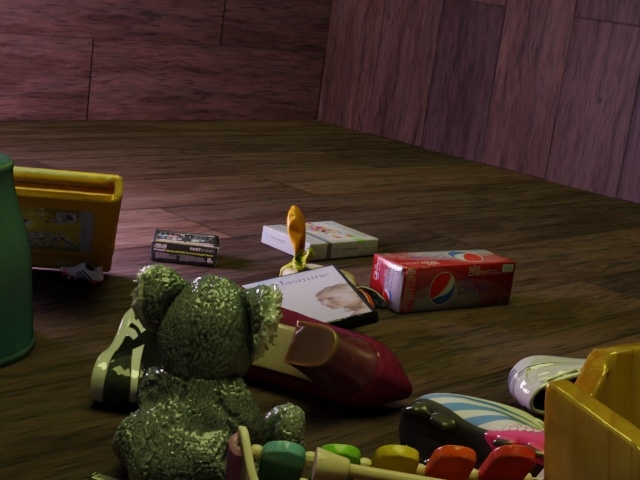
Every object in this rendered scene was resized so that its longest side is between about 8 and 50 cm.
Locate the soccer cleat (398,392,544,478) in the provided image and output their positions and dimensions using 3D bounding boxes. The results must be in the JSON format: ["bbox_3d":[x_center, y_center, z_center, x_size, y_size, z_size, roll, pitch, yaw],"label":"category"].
[{"bbox_3d":[0.230,0.239,1.233,0.143,0.116,0.331,-4,17,-39],"label":"soccer cleat"}]

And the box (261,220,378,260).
[{"bbox_3d":[0.000,0.000,2.267,0.186,0.038,0.145,-3,17,-42],"label":"box"}]

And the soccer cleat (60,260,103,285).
[{"bbox_3d":[-0.387,0.048,1.852,0.083,0.035,0.029,15,15,27],"label":"soccer cleat"}]

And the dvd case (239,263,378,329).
[{"bbox_3d":[-0.030,0.098,1.769,0.180,0.022,0.253,-13,18,-10],"label":"dvd case"}]

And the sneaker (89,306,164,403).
[{"bbox_3d":[-0.206,0.155,1.446,0.121,0.079,0.217,12,22,2],"label":"sneaker"}]

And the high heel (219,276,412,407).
[{"bbox_3d":[-0.057,0.152,1.554,0.377,0.127,0.181,16,-13,47],"label":"high heel"}]

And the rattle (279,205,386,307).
[{"bbox_3d":[0.030,0.033,1.945,0.200,0.142,0.130,13,-5,46],"label":"rattle"}]

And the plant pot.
[{"bbox_3d":[-0.503,0.008,1.483,0.272,0.255,0.271,7,14,-2],"label":"plant pot"}]

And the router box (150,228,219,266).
[{"bbox_3d":[-0.246,0.013,2.071,0.122,0.038,0.092,6,13,-5],"label":"router box"}]

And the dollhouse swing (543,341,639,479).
[{"bbox_3d":[0.416,0.254,0.967,0.347,0.315,0.305,-2,4,-38],"label":"dollhouse swing"}]

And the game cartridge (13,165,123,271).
[{"bbox_3d":[-0.455,-0.027,1.746,0.285,0.052,0.323,4,-23,-11],"label":"game cartridge"}]

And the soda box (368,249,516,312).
[{"bbox_3d":[0.216,0.068,2.005,0.263,0.083,0.092,-2,16,-36],"label":"soda box"}]

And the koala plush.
[{"bbox_3d":[-0.120,0.139,1.197,0.196,0.221,0.203,13,10,19],"label":"koala plush"}]

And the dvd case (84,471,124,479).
[{"bbox_3d":[-0.214,0.262,1.109,0.087,0.013,0.119,12,13,19],"label":"dvd case"}]

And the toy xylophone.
[{"bbox_3d":[0.073,0.230,1.044,0.323,0.236,0.081,11,57,-11],"label":"toy xylophone"}]

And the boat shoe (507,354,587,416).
[{"bbox_3d":[0.393,0.199,1.542,0.268,0.096,0.088,4,18,-12],"label":"boat shoe"}]
